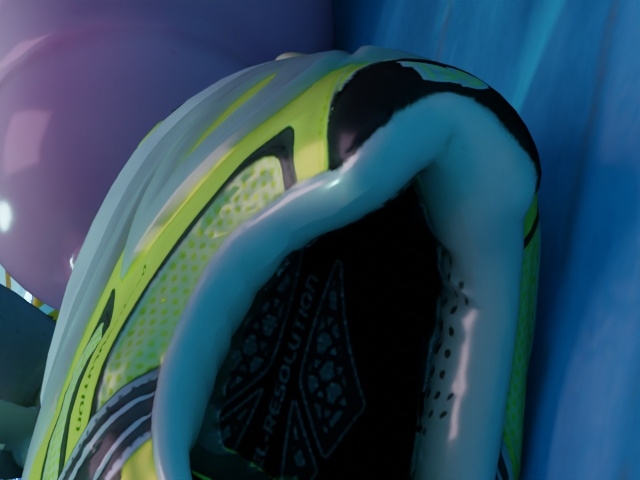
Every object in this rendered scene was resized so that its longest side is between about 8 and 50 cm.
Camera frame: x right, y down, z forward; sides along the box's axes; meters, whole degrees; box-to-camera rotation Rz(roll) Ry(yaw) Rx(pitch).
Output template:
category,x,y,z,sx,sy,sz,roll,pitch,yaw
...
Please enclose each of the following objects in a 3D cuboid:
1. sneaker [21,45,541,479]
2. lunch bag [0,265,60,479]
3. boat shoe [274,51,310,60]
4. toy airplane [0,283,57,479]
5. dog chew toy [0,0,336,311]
category,x,y,z,sx,sy,sz,roll,pitch,yaw
sneaker,-0.040,0.126,0.485,0.147,0.145,0.384,149,134,-73
lunch bag,-0.174,0.064,1.215,0.243,0.115,0.303,-109,34,-46
boat shoe,0.000,0.000,0.655,0.170,0.059,0.063,-88,18,-48
toy airplane,-0.177,0.178,0.742,0.386,0.272,0.384,-30,76,55
dog chew toy,-0.084,-0.100,0.866,0.206,0.207,0.332,117,155,-43
